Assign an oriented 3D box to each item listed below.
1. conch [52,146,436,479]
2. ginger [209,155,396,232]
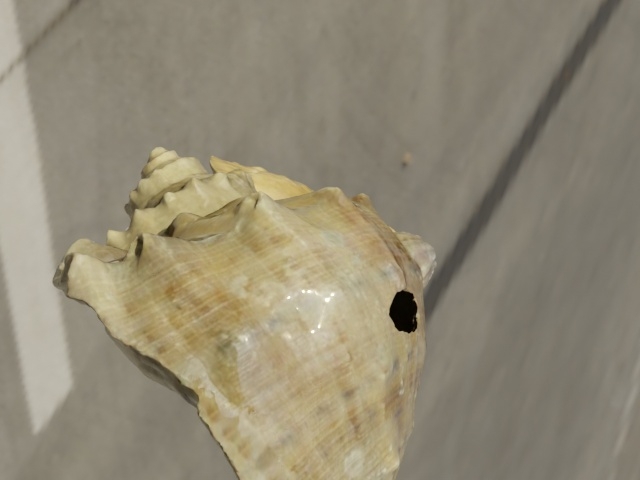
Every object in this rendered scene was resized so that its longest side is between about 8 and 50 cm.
[{"bbox_3d":[-0.027,0.056,0.940,0.186,0.324,0.263,-55,153,13],"label":"conch"},{"bbox_3d":[-0.004,-0.002,1.219,0.193,0.122,0.115,41,50,-43],"label":"ginger"}]
